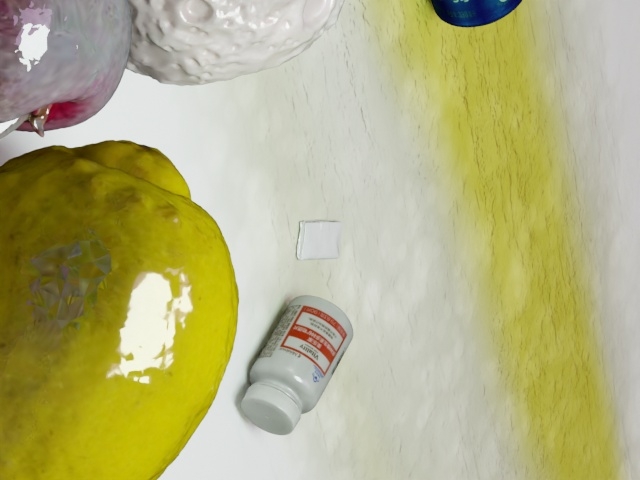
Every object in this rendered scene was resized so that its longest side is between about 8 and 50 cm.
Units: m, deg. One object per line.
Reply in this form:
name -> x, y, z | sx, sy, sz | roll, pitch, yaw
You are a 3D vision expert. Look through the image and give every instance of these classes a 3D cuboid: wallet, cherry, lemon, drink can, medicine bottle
wallet -> 0.000, 0.000, 2.166 | 0.083, 0.011, 0.044 | 0, 97, -59
cherry -> -0.245, -0.177, 1.542 | 0.213, 0.183, 0.266 | -2, 93, -71
lemon -> -0.205, 0.081, 1.602 | 0.285, 0.285, 0.316 | -25, 138, -55
drink can -> 0.160, -0.347, 2.256 | 0.118, 0.118, 0.205 | -59, 142, -34
medicine bottle -> -0.027, 0.132, 2.085 | 0.140, 0.079, 0.079 | -59, 142, -34

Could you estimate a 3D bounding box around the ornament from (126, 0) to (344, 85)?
ornament -> -0.097, -0.266, 1.701 | 0.259, 0.259, 0.225 | -44, 129, -46
